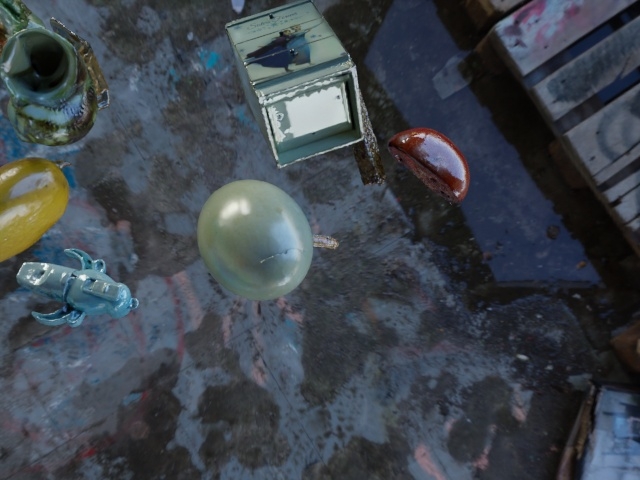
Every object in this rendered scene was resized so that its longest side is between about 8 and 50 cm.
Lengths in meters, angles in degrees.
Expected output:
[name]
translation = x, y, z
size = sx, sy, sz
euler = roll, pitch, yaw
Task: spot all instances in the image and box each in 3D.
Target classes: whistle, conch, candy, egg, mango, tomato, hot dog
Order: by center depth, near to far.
[egg]
translation = -0.110, -0.002, 1.110
size = 0.186, 0.253, 0.187
euler = -17, 132, -20
[conch]
translation = -0.473, -0.253, 1.137
size = 0.187, 0.124, 0.182
euler = 38, 82, -31
[tomato]
translation = 0.200, -0.144, 1.174
size = 0.166, 0.174, 0.082
euler = 37, 93, -2
[mango]
translation = -0.571, -0.038, 1.178
size = 0.317, 0.176, 0.119
euler = -42, 80, -19
[whistle]
translation = -0.537, 0.108, 1.473
size = 0.273, 0.093, 0.186
euler = 16, 58, 1
[hot dog]
translation = 0.000, 0.000, 1.861
size = 0.122, 0.049, 0.037
euler = 8, 107, -37
[candy]
translation = -0.680, -0.491, 1.872
size = 0.143, 0.271, 0.101
euler = 28, 56, 25

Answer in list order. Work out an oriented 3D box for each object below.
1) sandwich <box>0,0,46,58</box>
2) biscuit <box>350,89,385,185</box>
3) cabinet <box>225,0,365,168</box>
[sandwich]
translation = -0.654, -0.406, 1.164
size = 0.250, 0.162, 0.301
euler = 37, 39, -17
[biscuit]
translation = 0.069, -0.189, 1.149
size = 0.034, 0.064, 0.199
euler = -19, 88, 25
[cabinet]
translation = -0.040, -0.245, 1.016
size = 0.144, 0.150, 0.206
euler = -19, 47, -6
